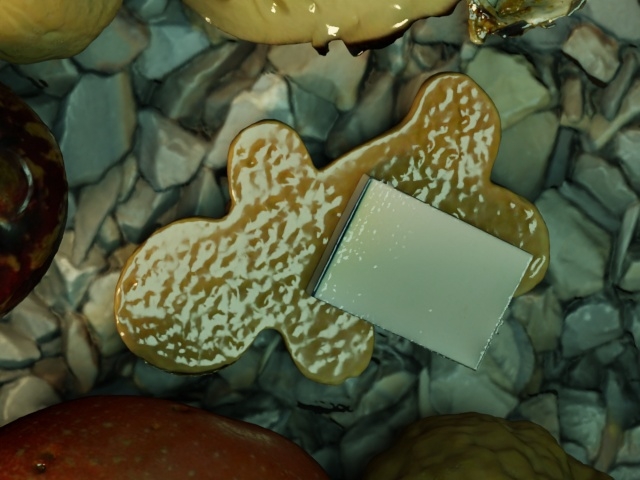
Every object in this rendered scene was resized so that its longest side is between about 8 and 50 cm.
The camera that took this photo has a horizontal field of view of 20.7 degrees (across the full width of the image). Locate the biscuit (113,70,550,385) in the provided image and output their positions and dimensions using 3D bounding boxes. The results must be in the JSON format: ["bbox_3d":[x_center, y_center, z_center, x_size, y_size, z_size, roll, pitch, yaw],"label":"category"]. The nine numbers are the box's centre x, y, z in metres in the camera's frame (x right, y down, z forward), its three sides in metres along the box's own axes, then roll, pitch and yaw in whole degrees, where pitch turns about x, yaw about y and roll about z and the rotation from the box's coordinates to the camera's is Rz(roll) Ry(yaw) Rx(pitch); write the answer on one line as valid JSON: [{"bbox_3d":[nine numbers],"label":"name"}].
[{"bbox_3d":[0.000,0.000,1.350,0.340,0.047,0.216,-26,104,-9],"label":"biscuit"}]

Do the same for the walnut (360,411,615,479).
[{"bbox_3d":[0.122,0.249,1.317,0.257,0.257,0.224,-36,106,-6],"label":"walnut"}]

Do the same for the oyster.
[{"bbox_3d":[0.163,-0.213,1.354,0.148,0.051,0.103,-40,89,-6],"label":"oyster"}]

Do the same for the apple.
[{"bbox_3d":[-0.142,0.257,1.204,0.348,0.348,0.277,20,63,-17],"label":"apple"}]

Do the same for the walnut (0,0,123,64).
[{"bbox_3d":[-0.209,-0.196,1.205,0.149,0.166,0.166,-34,108,20],"label":"walnut"}]

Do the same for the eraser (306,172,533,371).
[{"bbox_3d":[0.077,0.024,1.338,0.150,0.023,0.103,25,93,-17],"label":"eraser"}]

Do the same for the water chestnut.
[{"bbox_3d":[-0.284,-0.032,1.181,0.224,0.238,0.223,0,88,-13],"label":"water chestnut"}]

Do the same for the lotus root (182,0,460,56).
[{"bbox_3d":[-0.045,-0.279,1.153,0.390,0.375,0.111,27,54,14],"label":"lotus root"}]
